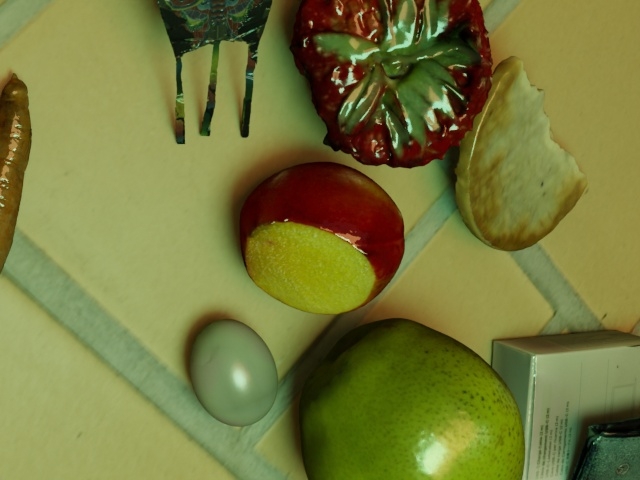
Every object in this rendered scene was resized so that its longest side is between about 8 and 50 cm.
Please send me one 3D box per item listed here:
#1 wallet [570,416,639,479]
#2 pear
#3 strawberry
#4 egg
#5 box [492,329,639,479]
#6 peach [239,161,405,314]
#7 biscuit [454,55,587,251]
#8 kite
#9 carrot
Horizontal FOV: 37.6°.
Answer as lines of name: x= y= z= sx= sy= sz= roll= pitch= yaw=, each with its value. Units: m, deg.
wallet: x=0.423 y=0.413 z=1.397 sx=0.191 sy=0.046 sz=0.378 roll=-4 pitch=124 yaw=-25
pear: x=0.112 y=0.246 z=1.168 sx=0.294 sy=0.294 sz=0.294 roll=-4 pitch=98 yaw=-27
strawberry: x=0.095 y=-0.228 z=1.150 sx=0.261 sy=0.257 sz=0.261 roll=0 pitch=104 yaw=1
egg: x=-0.105 y=0.161 z=1.141 sx=0.103 sy=0.103 sz=0.135 roll=-24 pitch=104 yaw=-23
box: x=0.377 y=0.248 z=1.400 sx=0.252 sy=0.106 sz=0.203 roll=-2 pitch=100 yaw=-28
peach: x=0.000 y=0.000 z=1.128 sx=0.192 sy=0.190 sz=0.190 roll=-23 pitch=107 yaw=-43
biscuit: x=0.263 y=-0.093 z=1.290 sx=0.204 sy=0.040 sz=0.309 roll=-55 pitch=137 yaw=-9
kite: x=-0.114 y=-0.214 z=1.047 sx=0.152 sy=0.015 sz=0.285 roll=-13 pitch=140 yaw=-20
carrot: x=-0.349 y=-0.059 z=1.017 sx=0.059 sy=0.059 sz=0.247 roll=15 pitch=87 yaw=-28
